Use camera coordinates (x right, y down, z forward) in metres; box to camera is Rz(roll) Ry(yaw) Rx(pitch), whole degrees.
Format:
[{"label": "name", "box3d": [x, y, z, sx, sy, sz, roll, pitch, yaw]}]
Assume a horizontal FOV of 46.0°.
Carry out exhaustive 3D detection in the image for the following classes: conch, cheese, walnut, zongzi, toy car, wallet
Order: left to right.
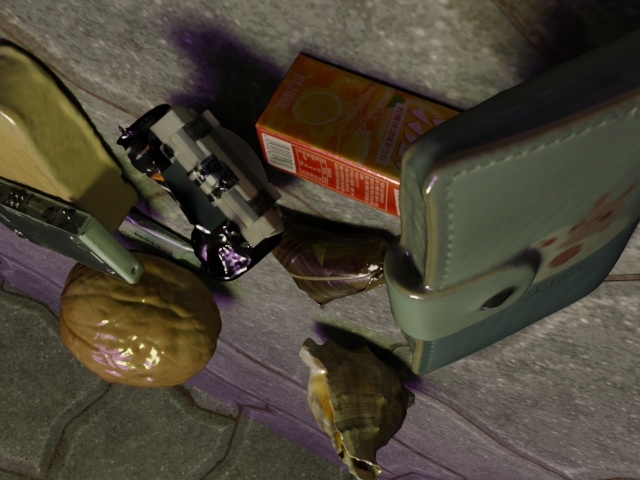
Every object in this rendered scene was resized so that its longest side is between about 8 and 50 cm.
[{"label": "cheese", "box3d": [-0.454, -0.160, 1.130, 0.384, 0.104, 0.384, 24, 157, 11]}, {"label": "walnut", "box3d": [-0.345, 0.148, 1.464, 0.313, 0.251, 0.277, 15, 180, -19]}, {"label": "toy car", "box3d": [-0.118, -0.067, 0.846, 0.193, 0.118, 0.301, 49, -177, -5]}, {"label": "zongzi", "box3d": [0.000, 0.000, 0.999, 0.184, 0.084, 0.187, 46, 147, -15]}, {"label": "conch", "box3d": [0.068, 0.291, 1.401, 0.263, 0.186, 0.324, 55, 174, -27]}, {"label": "wallet", "box3d": [0.165, -0.008, 0.593, 0.083, 0.252, 0.360, 59, 171, 27]}]

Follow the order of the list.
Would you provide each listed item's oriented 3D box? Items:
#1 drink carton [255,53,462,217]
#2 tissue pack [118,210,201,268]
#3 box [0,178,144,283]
[{"label": "drink carton", "box3d": [0.060, -0.085, 0.705, 0.223, 0.096, 0.071, 23, 157, 14]}, {"label": "tissue pack", "box3d": [-0.304, -0.005, 1.395, 0.193, 0.026, 0.122, 30, 158, -5]}, {"label": "box", "box3d": [-0.435, -0.021, 1.220, 0.270, 0.045, 0.211, 20, 160, 21]}]
